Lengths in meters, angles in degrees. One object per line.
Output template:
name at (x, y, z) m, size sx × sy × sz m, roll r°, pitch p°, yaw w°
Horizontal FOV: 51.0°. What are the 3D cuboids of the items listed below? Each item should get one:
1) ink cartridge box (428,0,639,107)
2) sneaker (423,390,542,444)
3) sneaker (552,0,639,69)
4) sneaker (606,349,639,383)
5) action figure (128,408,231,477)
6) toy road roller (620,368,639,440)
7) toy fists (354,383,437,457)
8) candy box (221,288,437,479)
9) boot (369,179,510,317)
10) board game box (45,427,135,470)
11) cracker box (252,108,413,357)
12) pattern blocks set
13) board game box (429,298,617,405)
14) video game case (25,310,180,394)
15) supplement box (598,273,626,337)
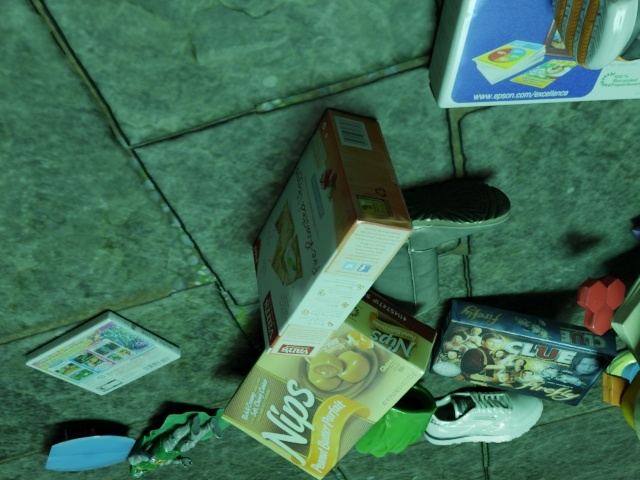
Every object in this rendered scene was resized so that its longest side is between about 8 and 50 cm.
ink cartridge box at (0.265, -0.253, 0.558) m, size 0.303 × 0.072 × 0.307 m, roll -4°, pitch 138°, yaw -9°
sneaker at (0.307, 0.323, 1.265) m, size 0.235 × 0.090 × 0.095 m, roll -12°, pitch 132°, yaw -2°
sneaker at (0.265, -0.260, 0.423) m, size 0.180 × 0.124 × 0.321 m, roll -15°, pitch 151°, yaw -2°
sneaker at (0.653, 0.236, 1.213) m, size 0.240 × 0.126 × 0.091 m, roll -27°, pitch 139°, yaw 18°
action figure at (-0.267, 0.364, 1.177) m, size 0.137 × 0.063 × 0.232 m, roll 21°, pitch 134°, yaw -39°
toy road roller at (0.511, 0.111, 0.865) m, size 0.240 × 0.202 × 0.329 m, roll 42°, pitch 76°, yaw -16°
toy fists at (0.059, 0.307, 1.167) m, size 0.279 × 0.096 × 0.142 m, roll 8°, pitch 124°, yaw -22°
candy box at (0.001, 0.194, 0.946) m, size 0.183 × 0.087 × 0.316 m, roll 33°, pitch 130°, yaw 0°
boot at (0.142, 0.023, 0.854) m, size 0.189 × 0.076 × 0.208 m, roll -3°, pitch 136°, yaw 11°
board game box at (-0.393, 0.349, 1.144) m, size 0.133 × 0.033 × 0.169 m, roll 3°, pitch 144°, yaw -27°
cracker box at (0.000, 0.000, 0.720) m, size 0.067 × 0.156 × 0.232 m, roll 8°, pitch 137°, yaw -24°
pattern blocks set at (0.493, 0.121, 0.980) m, size 0.285 × 0.026 × 0.325 m, roll -38°, pitch 117°, yaw -20°
board game box at (0.306, 0.177, 1.045) m, size 0.243 × 0.042 × 0.165 m, roll 12°, pitch 140°, yaw 5°
video game case at (-0.305, 0.164, 0.949) m, size 0.157 × 0.019 × 0.143 m, roll -27°, pitch 139°, yaw 19°
supplement box at (0.442, 0.102, 1.024) m, size 0.055 × 0.083 × 0.043 m, roll -25°, pitch 139°, yaw 16°
